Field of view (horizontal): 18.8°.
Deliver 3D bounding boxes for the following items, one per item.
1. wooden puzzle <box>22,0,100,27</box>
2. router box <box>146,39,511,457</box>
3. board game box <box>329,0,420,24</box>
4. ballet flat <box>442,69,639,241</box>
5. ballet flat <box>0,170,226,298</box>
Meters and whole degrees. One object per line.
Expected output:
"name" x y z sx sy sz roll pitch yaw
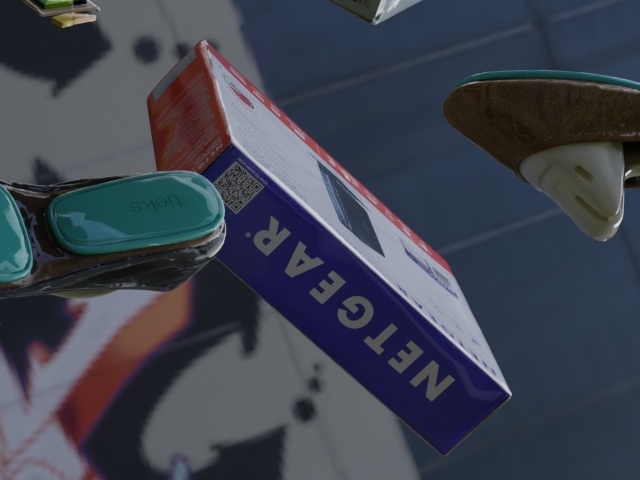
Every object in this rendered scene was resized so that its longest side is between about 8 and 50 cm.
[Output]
"wooden puzzle" -0.265 -0.243 1.929 0.116 0.078 0.014 34 -57 38
"router box" 0.000 0.000 1.696 0.335 0.082 0.301 42 11 -21
"board game box" -0.042 -0.303 1.201 0.303 0.097 0.224 29 -59 17
"ballet flat" 0.264 -0.057 1.493 0.116 0.342 0.124 98 -3 -68
"ballet flat" -0.192 0.009 1.237 0.096 0.280 0.095 -55 -136 44
